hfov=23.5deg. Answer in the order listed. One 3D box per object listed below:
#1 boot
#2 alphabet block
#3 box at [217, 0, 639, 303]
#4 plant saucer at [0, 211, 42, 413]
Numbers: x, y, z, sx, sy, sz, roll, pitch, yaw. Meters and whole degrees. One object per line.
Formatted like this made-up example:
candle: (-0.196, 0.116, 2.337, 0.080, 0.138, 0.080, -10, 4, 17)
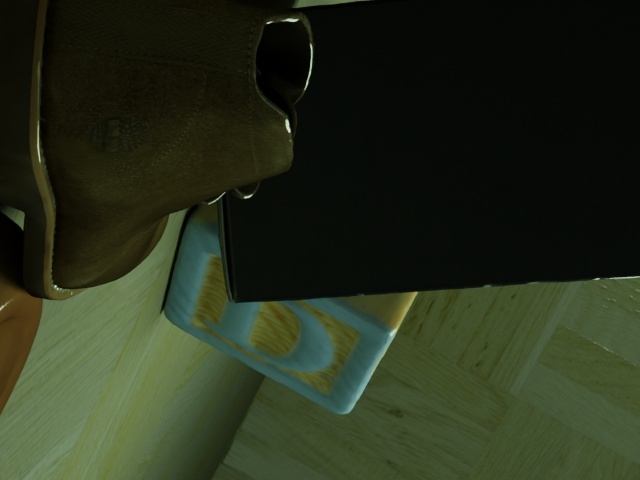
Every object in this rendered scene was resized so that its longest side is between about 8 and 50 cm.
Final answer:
boot: (-0.066, -0.033, 0.637, 0.305, 0.115, 0.112, 113, -19, -79)
alphabet block: (0.000, 0.000, 1.333, 0.197, 0.193, 0.192, -59, 178, -30)
box: (0.128, -0.067, 1.029, 0.312, 0.343, 0.179, -12, 97, -78)
plant saucer: (-0.180, 0.081, 0.681, 0.200, 0.037, 0.200, -61, 176, -8)
